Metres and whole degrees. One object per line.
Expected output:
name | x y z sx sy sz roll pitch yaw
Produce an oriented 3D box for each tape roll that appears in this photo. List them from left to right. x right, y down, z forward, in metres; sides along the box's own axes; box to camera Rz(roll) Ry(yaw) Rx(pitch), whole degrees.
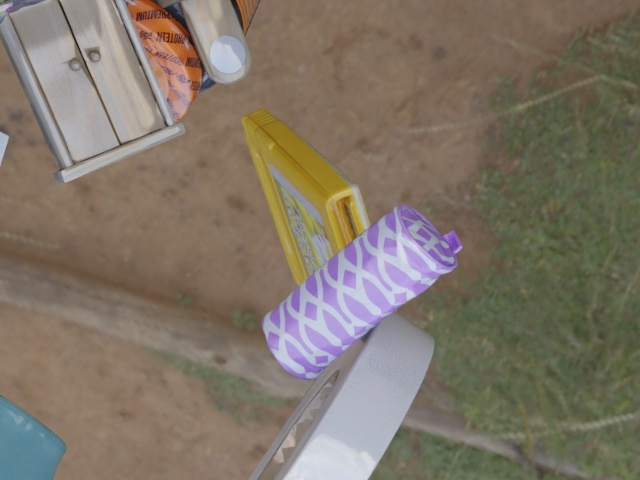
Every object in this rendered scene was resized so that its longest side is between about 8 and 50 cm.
tape roll | -0.013 0.243 1.334 0.072 0.392 0.392 35 138 -1

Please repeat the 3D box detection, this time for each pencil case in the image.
pencil case | 0.036 0.054 1.199 0.206 0.086 0.088 -40 140 24

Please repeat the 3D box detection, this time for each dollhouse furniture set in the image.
dollhouse furniture set | -0.135 -0.154 0.922 0.174 0.303 0.355 68 161 -9

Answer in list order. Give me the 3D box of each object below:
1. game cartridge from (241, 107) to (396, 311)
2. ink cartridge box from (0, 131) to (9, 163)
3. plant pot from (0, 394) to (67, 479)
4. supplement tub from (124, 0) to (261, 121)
game cartridge | 0.000 0.000 1.603 0.323 0.052 0.285 42 155 57
ink cartridge box | -0.398 -0.071 1.406 0.062 0.115 0.029 7 168 35
plant pot | -0.478 0.324 1.627 0.271 0.255 0.272 29 161 11
supplement tub | -0.151 -0.288 1.253 0.207 0.338 0.207 13 145 9
